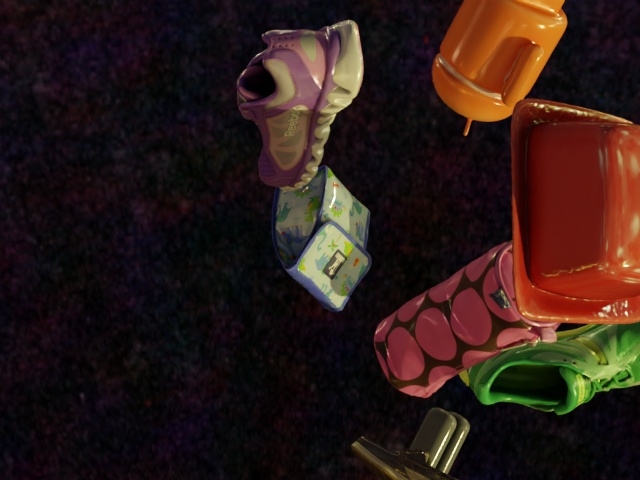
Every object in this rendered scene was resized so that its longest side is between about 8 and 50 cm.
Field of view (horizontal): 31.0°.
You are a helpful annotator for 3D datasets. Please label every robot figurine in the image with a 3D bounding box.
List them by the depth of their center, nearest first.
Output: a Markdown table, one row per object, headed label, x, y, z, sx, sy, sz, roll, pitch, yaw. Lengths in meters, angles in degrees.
| label | x | y | z | sx | sy | sz | roll | pitch | yaw |
| --- | --- | --- | --- | --- | --- | --- | --- | --- | --- |
| robot figurine | 0.218 | -0.241 | 1.423 | 0.158 | 0.219 | 0.128 | 39 | 31 | 20 |

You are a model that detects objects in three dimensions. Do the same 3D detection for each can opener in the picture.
| label | x | y | z | sx | sy | sz | roll | pitch | yaw |
| --- | --- | --- | --- | --- | --- | --- | --- | --- | --- |
| can opener | 0.107 | 0.353 | 1.586 | 0.093 | 0.074 | 0.280 | 34 | 97 | 38 |

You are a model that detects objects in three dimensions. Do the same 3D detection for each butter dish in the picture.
| label | x | y | z | sx | sy | sz | roll | pitch | yaw |
| --- | --- | --- | --- | --- | --- | --- | --- | --- | --- |
| butter dish | 0.219 | -0.023 | 0.815 | 0.160 | 0.118 | 0.160 | 5 | 81 | -39 |

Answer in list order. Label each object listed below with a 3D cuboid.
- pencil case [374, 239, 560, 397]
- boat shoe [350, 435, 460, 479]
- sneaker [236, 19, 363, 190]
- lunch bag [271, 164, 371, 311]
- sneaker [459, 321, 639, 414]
| label | x | y | z | sx | sy | sz | roll | pitch | yaw |
| --- | --- | --- | --- | --- | --- | --- | --- | --- | --- |
| pencil case | 0.136 | 0.080 | 1.071 | 0.095 | 0.209 | 0.098 | -8 | 71 | -34 |
| boat shoe | 0.103 | 0.250 | 1.243 | 0.152 | 0.056 | 0.049 | 31 | 73 | 22 |
| sneaker | -0.038 | -0.135 | 1.154 | 0.104 | 0.236 | 0.095 | 2 | 60 | -17 |
| lunch bag | 0.000 | 0.000 | 1.482 | 0.096 | 0.129 | 0.151 | -8 | 57 | 30 |
| sneaker | 0.317 | 0.161 | 1.405 | 0.295 | 0.109 | 0.123 | -6 | 33 | 1 |
